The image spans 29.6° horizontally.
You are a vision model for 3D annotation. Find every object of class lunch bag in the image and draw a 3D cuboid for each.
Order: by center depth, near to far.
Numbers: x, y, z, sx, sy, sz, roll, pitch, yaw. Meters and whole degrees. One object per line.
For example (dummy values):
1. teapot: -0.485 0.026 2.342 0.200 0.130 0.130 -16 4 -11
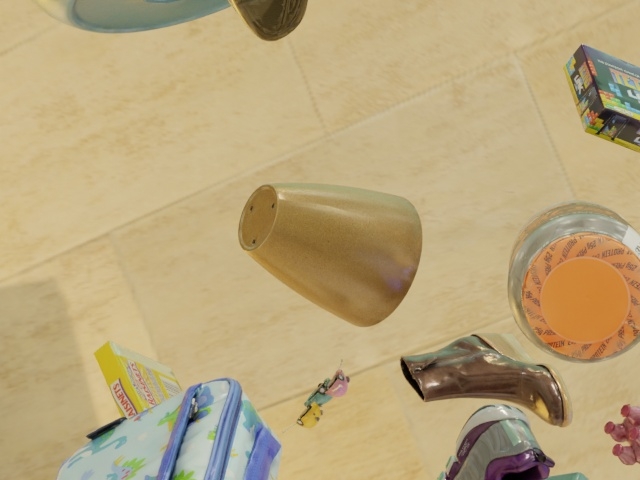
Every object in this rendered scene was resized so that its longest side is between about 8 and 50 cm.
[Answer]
1. lunch bag: -0.118 0.199 0.864 0.176 0.219 0.090 -26 112 19

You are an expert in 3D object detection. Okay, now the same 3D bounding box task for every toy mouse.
1. toy mouse: 0.014 0.255 2.022 0.031 0.143 0.161 41 137 -4

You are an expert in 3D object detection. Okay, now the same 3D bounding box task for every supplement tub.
1. supplement tub: 0.344 0.052 1.599 0.194 0.316 0.193 1 96 9

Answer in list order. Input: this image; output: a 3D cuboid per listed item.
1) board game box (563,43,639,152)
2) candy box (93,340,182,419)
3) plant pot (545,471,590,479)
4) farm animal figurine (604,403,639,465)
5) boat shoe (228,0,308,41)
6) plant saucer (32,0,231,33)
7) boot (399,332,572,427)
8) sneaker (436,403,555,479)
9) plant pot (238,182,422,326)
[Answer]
1. board game box: 0.412 -0.174 1.580 0.170 0.141 0.048 17 131 -21
2. candy box: -0.135 0.189 1.107 0.027 0.105 0.206 -39 57 12
3. plant pot: 0.319 0.450 1.687 0.166 0.234 0.165 43 145 -16
4. farm animal figurine: 0.459 0.293 1.348 0.172 0.327 0.330 25 85 -21
5. boat shoe: -0.075 -0.273 1.018 0.080 0.223 0.073 -36 40 -13
6. plant saucer: -0.145 -0.283 1.253 0.318 0.317 0.043 -20 85 17
7. boot: 0.259 0.236 1.913 0.207 0.248 0.090 -12 120 -17
8. sneaker: 0.135 0.260 1.086 0.083 0.098 0.223 13 110 -22
9. plant pot: 0.000 0.000 2.022 0.237 0.254 0.237 -31 49 45
